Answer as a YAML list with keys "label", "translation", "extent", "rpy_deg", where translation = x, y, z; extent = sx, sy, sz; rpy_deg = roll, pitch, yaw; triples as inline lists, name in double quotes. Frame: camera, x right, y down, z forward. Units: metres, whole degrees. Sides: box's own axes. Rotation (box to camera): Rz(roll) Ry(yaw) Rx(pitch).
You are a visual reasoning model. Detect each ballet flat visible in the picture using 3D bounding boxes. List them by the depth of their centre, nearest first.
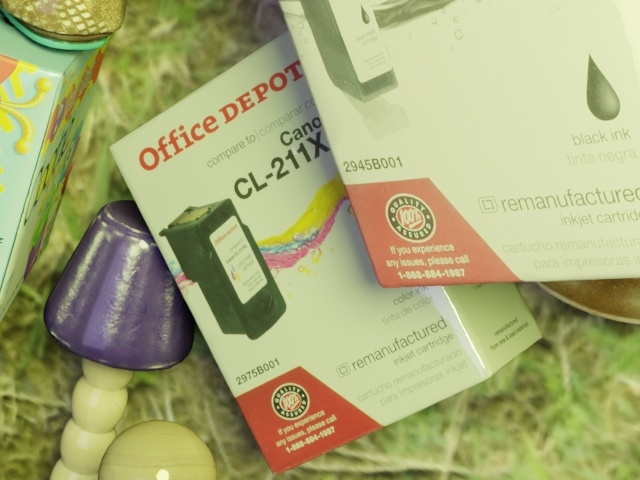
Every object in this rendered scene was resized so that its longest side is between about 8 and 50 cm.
- label: "ballet flat"
  translation: [-0.150, -0.156, 0.690]
  extent: [0.206, 0.073, 0.067]
  rpy_deg: [35, 122, 39]

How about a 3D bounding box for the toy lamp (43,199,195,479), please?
- label: "toy lamp"
  translation: [-0.122, 0.112, 0.761]
  extent: [0.080, 0.080, 0.275]
  rpy_deg: [23, 111, 21]

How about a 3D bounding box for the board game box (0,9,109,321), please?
- label: "board game box"
  translation: [-0.258, -0.076, 0.696]
  extent: [0.275, 0.144, 0.142]
  rpy_deg: [18, 110, -4]

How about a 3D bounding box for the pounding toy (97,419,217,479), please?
- label: "pounding toy"
  translation: [0.015, 0.171, 0.675]
  extent: [0.110, 0.183, 0.237]
  rpy_deg: [-39, 72, -5]

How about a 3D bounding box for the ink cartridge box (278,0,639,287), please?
- label: "ink cartridge box"
  translation: [0.067, -0.098, 0.536]
  extent: [0.158, 0.092, 0.218]
  rpy_deg: [-5, 109, 47]

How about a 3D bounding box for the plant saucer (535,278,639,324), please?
- label: "plant saucer"
  translation: [0.140, -0.049, 0.622]
  extent: [0.168, 0.029, 0.168]
  rpy_deg: [5, 102, 26]

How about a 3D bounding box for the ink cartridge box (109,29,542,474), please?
- label: "ink cartridge box"
  translation: [0.000, 0.000, 0.678]
  extent: [0.127, 0.072, 0.175]
  rpy_deg: [-29, 87, 29]
